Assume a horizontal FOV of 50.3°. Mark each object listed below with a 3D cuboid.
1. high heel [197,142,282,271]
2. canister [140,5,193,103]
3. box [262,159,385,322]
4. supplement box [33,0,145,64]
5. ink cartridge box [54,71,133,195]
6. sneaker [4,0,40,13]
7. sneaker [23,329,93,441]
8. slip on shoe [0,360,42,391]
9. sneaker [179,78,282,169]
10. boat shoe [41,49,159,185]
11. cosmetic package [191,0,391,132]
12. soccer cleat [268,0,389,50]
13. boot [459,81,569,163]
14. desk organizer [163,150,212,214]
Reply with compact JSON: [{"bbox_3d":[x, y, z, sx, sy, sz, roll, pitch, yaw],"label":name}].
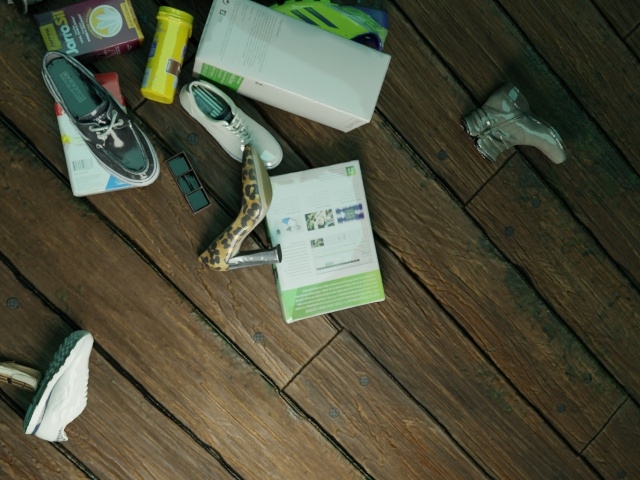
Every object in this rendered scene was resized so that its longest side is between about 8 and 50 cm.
[{"bbox_3d":[-0.191,-0.063,1.425,0.186,0.093,0.261,-7,101,13],"label":"high heel"},{"bbox_3d":[-0.314,-0.374,1.392,0.073,0.126,0.170,14,91,-13],"label":"canister"},{"bbox_3d":[0.000,0.000,1.511,0.232,0.058,0.322,-12,93,-12],"label":"box"},{"bbox_3d":[-0.463,-0.423,1.377,0.188,0.081,0.104,-21,96,-11],"label":"supplement box"},{"bbox_3d":[-0.454,-0.214,1.387,0.134,0.078,0.231,-11,94,-13],"label":"ink cartridge box"},{"bbox_3d":[-0.637,-0.605,1.326,0.330,0.122,0.146,48,64,-9],"label":"sneaker"},{"bbox_3d":[-0.515,0.295,1.395,0.095,0.090,0.235,28,89,-26],"label":"sneaker"},{"bbox_3d":[-0.633,0.262,1.381,0.135,0.051,0.041,20,47,-5],"label":"slip on shoe"},{"bbox_3d":[-0.189,-0.240,1.440,0.258,0.091,0.094,35,84,-12],"label":"sneaker"},{"bbox_3d":[-0.419,-0.232,1.300,0.108,0.102,0.301,-37,99,-10],"label":"boat shoe"},{"bbox_3d":[-0.066,-0.362,1.414,0.365,0.197,0.155,19,87,-12],"label":"cosmetic package"},{"bbox_3d":[0.011,-0.461,1.481,0.289,0.093,0.121,-3,99,-12],"label":"soccer cleat"},{"bbox_3d":[0.450,-0.236,1.605,0.161,0.083,0.246,-45,95,-1],"label":"boot"},{"bbox_3d":[-0.279,-0.122,1.444,0.047,0.050,0.130,-29,98,-11],"label":"desk organizer"}]
